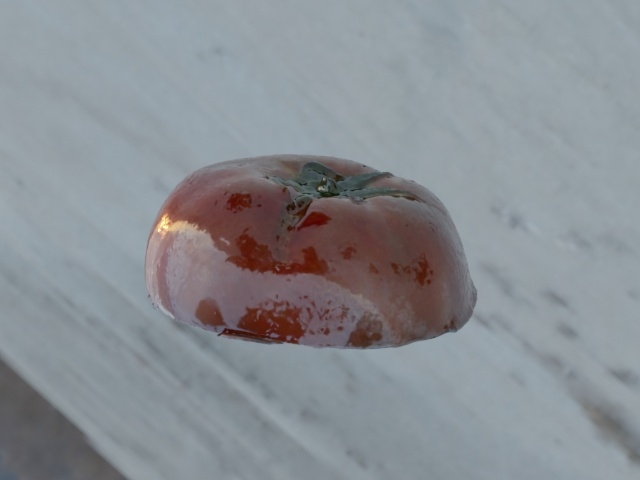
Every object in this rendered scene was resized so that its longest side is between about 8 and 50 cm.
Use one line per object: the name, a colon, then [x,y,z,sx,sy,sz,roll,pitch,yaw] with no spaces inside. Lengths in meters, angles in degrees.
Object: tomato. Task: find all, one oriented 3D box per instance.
tomato: [-0.001,-0.003,1.133,0.225,0.085,0.225,4,-165,-1]
